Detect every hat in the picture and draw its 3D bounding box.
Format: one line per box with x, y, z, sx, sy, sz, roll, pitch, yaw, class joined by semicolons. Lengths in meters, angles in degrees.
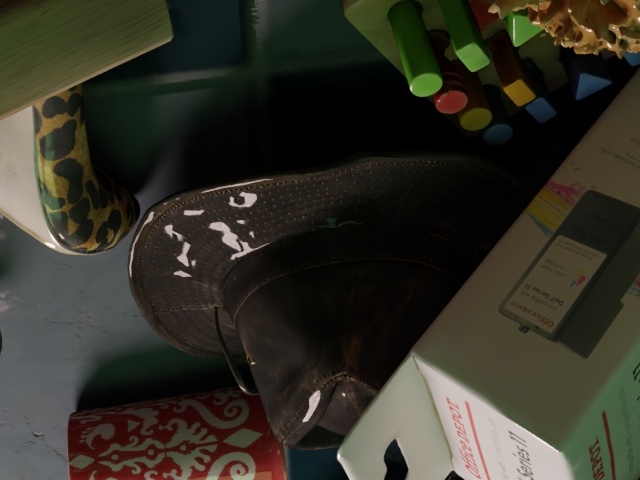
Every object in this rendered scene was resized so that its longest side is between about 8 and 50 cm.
0.019;0.072;1.056;0.331;0.134;0.331;-3;152;-1;hat

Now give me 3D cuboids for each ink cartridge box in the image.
0.177;0.067;0.992;0.353;0.119;0.207;-49;152;-15;ink cartridge box

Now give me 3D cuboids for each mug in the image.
-0.112;0.187;1.237;0.169;0.113;0.150;-6;139;-3;mug

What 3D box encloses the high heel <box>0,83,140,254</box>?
-0.146;-0.091;0.927;0.186;0.093;0.261;-61;156;4;high heel

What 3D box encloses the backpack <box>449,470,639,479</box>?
0.241;0.165;1.212;0.263;0.276;0.213;-31;151;26;backpack

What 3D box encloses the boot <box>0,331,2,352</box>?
-0.361;0.134;1.017;0.283;0.109;0.220;-27;177;12;boot

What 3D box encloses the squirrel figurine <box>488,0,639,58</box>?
0.282;-0.200;0.788;0.397;0.281;0.370;3;149;-2;squirrel figurine

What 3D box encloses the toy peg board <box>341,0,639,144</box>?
0.126;-0.122;0.944;0.161;0.079;0.160;-30;138;21;toy peg board

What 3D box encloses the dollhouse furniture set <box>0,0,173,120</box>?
-0.166;-0.241;0.593;0.303;0.174;0.355;-29;133;-23;dollhouse furniture set

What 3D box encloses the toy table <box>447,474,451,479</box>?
0.114;0.310;1.363;0.274;0.252;0.161;2;156;-35;toy table
